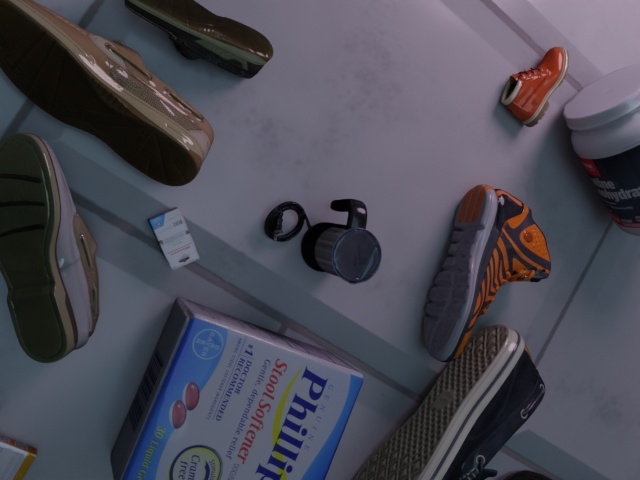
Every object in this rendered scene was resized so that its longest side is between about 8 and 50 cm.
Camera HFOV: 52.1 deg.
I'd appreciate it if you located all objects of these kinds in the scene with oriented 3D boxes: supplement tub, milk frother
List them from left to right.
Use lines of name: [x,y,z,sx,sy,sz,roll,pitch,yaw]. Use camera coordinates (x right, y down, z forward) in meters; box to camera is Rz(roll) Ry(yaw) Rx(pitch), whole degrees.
milk frother: [0.000,0.000,1.016,0.143,0.134,0.129,-10,98,-21]
supplement tub: [0.586,-0.163,1.204,0.191,0.191,0.272,-41,108,-13]

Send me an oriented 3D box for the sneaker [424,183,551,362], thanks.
sneaker: [0.307,0.075,1.152,0.180,0.124,0.321,21,87,-21]

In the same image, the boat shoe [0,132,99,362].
boat shoe: [-0.370,0.005,0.885,0.113,0.103,0.303,0,102,13]

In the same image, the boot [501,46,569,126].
boot: [0.389,-0.295,1.187,0.084,0.059,0.158,30,85,-17]

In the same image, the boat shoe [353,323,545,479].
boat shoe: [0.213,0.370,1.115,0.156,0.187,0.500,47,73,-13]

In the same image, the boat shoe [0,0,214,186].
boat shoe: [-0.299,-0.215,0.900,0.341,0.121,0.110,41,43,-23]

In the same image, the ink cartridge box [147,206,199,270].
ink cartridge box: [-0.221,-0.003,0.984,0.048,0.028,0.083,-25,103,-18]

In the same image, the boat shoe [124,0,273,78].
boat shoe: [-0.180,-0.295,0.947,0.223,0.080,0.073,18,133,-25]

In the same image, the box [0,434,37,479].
box: [-0.480,0.306,0.913,0.136,0.028,0.081,32,83,-19]

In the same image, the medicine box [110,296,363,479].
medicine box: [-0.125,0.263,0.984,0.289,0.149,0.264,23,86,-21]

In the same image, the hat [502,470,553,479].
hat: [0.391,0.614,1.234,0.331,0.134,0.332,-2,95,-21]
